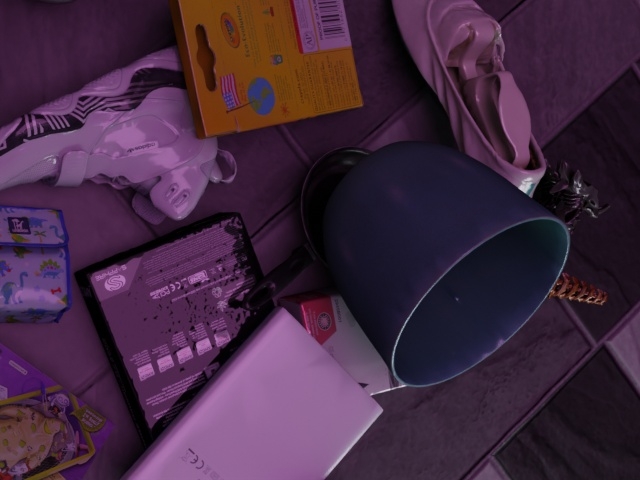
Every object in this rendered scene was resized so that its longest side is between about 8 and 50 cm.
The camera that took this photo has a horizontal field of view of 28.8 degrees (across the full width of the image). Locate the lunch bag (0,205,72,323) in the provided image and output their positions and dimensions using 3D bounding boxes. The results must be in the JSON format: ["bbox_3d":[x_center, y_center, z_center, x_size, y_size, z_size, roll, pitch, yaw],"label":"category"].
[{"bbox_3d":[-0.393,0.026,1.610,0.128,0.096,0.151,4,67,-26],"label":"lunch bag"}]

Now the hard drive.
[{"bbox_3d":[-0.091,0.275,1.663,0.210,0.040,0.319,47,75,-17],"label":"hard drive"}]

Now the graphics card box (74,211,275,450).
[{"bbox_3d":[-0.159,0.170,1.705,0.232,0.094,0.371,-24,101,-20],"label":"graphics card box"}]

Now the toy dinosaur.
[{"bbox_3d":[0.309,-0.016,1.891,0.322,0.164,0.218,38,92,-37],"label":"toy dinosaur"}]

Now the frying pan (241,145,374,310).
[{"bbox_3d":[0.023,0.015,1.765,0.197,0.053,0.326,38,63,-21],"label":"frying pan"}]

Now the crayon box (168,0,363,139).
[{"bbox_3d":[-0.085,-0.252,1.666,0.318,0.081,0.202,-17,98,-49],"label":"crayon box"}]

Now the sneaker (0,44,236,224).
[{"bbox_3d":[-0.283,-0.095,1.625,0.365,0.137,0.210,-30,99,-22],"label":"sneaker"}]

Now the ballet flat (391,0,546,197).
[{"bbox_3d":[0.223,-0.234,1.767,0.139,0.139,0.400,-14,74,-21],"label":"ballet flat"}]

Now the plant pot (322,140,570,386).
[{"bbox_3d":[0.140,0.008,1.648,0.293,0.293,0.235,-31,58,-19],"label":"plant pot"}]

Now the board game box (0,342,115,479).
[{"bbox_3d":[-0.436,0.229,1.553,0.347,0.056,0.208,45,70,-34],"label":"board game box"}]

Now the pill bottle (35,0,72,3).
[{"bbox_3d":[-0.326,-0.365,1.554,0.131,0.229,0.131,0,91,-22],"label":"pill bottle"}]

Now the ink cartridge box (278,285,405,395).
[{"bbox_3d":[0.065,0.139,1.798,0.217,0.092,0.159,-12,95,-24],"label":"ink cartridge box"}]
